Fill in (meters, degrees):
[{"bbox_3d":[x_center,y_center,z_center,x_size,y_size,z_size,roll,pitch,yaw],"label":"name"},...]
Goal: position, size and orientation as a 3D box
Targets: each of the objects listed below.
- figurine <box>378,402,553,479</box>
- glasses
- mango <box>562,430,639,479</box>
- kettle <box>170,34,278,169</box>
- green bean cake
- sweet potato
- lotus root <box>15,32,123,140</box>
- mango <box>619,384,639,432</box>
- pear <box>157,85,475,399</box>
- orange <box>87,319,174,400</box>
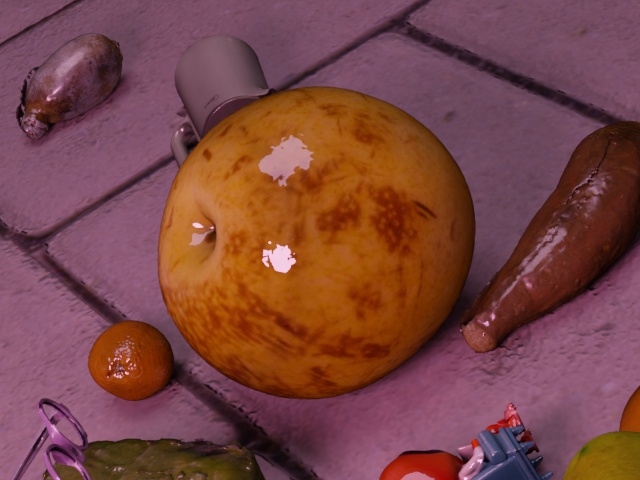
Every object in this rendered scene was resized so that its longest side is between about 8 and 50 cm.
[{"bbox_3d":[0.107,0.189,1.508,0.140,0.068,0.075,-26,35,4],"label":"figurine"},{"bbox_3d":[-0.232,0.195,1.517,0.104,0.062,0.140,-41,29,9],"label":"glasses"},{"bbox_3d":[0.223,0.236,1.257,0.149,0.185,0.273,-35,7,23],"label":"mango"},{"bbox_3d":[-0.111,-0.145,2.109,0.126,0.098,0.148,-18,35,-4],"label":"kettle"},{"bbox_3d":[-0.144,0.256,1.506,0.200,0.113,0.214,0,38,30],"label":"green bean cake"},{"bbox_3d":[0.226,-0.005,1.727,0.286,0.085,0.112,-54,9,-26],"label":"sweet potato"},{"bbox_3d":[-0.302,-0.187,2.304,0.165,0.088,0.088,-43,37,-15],"label":"lotus root"},{"bbox_3d":[0.298,0.124,1.477,0.102,0.085,0.184,5,30,42],"label":"mango"},{"bbox_3d":[0.000,0.000,1.669,0.280,0.281,0.281,-15,32,10],"label":"pear"},{"bbox_3d":[-0.175,0.111,1.778,0.085,0.085,0.085,-15,32,10],"label":"orange"}]
